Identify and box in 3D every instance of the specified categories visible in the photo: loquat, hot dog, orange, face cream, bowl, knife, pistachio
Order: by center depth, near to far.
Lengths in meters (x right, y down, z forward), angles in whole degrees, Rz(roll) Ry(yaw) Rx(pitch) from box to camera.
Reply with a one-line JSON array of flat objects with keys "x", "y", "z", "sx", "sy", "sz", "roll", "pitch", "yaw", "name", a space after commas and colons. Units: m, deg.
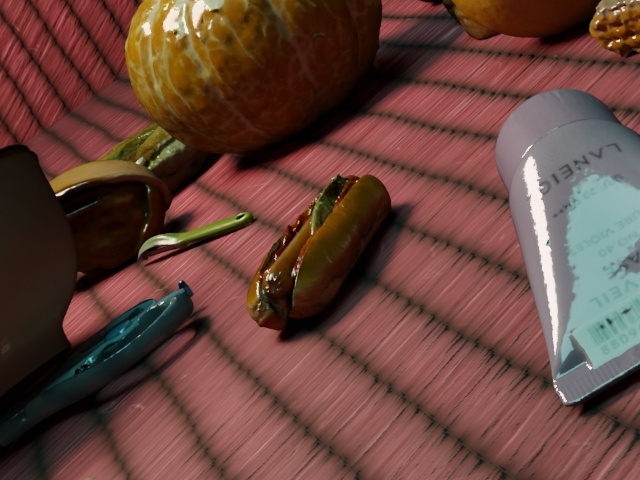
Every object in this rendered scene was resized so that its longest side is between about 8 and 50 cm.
[{"x": 0.183, "y": -0.004, "z": 1.063, "sx": 0.154, "sy": 0.096, "sz": 0.274, "roll": -29, "pitch": 28, "yaw": 5, "name": "face cream"}, {"x": 0.000, "y": 0.000, "z": 1.459, "sx": 0.092, "sy": 0.062, "sz": 0.235, "roll": -30, "pitch": 14, "yaw": 28, "name": "hot dog"}, {"x": -0.366, "y": 0.086, "z": 1.636, "sx": 0.354, "sy": 0.185, "sz": 0.354, "roll": -39, "pitch": -1, "yaw": -1, "name": "bowl"}, {"x": 0.215, "y": -0.310, "z": 1.718, "sx": 0.208, "sy": 0.208, "sz": 0.208, "roll": -31, "pitch": 15, "yaw": 9, "name": "loquat"}, {"x": -0.142, "y": -0.005, "z": 1.847, "sx": 0.184, "sy": 0.026, "sz": 0.022, "roll": -17, "pitch": 36, "yaw": 39, "name": "knife"}, {"x": -0.276, "y": -0.022, "z": 1.987, "sx": 0.210, "sy": 0.130, "sz": 0.165, "roll": -14, "pitch": -25, "yaw": 7, "name": "pistachio"}, {"x": -0.078, "y": -0.248, "z": 2.047, "sx": 0.329, "sy": 0.249, "sz": 0.329, "roll": -34, "pitch": 21, "yaw": 15, "name": "orange"}]

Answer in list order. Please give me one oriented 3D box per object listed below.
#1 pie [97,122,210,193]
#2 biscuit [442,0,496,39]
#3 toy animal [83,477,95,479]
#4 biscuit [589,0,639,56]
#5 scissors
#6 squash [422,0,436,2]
[{"x": -0.253, "y": -0.093, "z": 2.257, "sx": 0.277, "sy": 0.078, "sz": 0.277, "roll": -30, "pitch": 14, "yaw": 8, "name": "pie"}, {"x": 0.277, "y": -0.352, "z": 1.989, "sx": 0.314, "sy": 0.063, "sz": 0.367, "roll": -22, "pitch": 19, "yaw": 34, "name": "biscuit"}, {"x": -0.177, "y": 0.211, "z": 1.204, "sx": 0.083, "sy": 0.060, "sz": 0.081, "roll": -151, "pitch": 80, "yaw": -74, "name": "toy animal"}, {"x": 0.366, "y": -0.218, "z": 1.387, "sx": 0.094, "sy": 0.054, "sz": 0.379, "roll": -41, "pitch": 17, "yaw": -25, "name": "biscuit"}, {"x": -0.276, "y": 0.164, "z": 1.572, "sx": 0.393, "sy": 0.032, "sz": 0.180, "roll": -37, "pitch": 8, "yaw": -12, "name": "scissors"}, {"x": 0.148, "y": -0.371, "z": 2.314, "sx": 0.066, "sy": 0.066, "sz": 0.229, "roll": -31, "pitch": 15, "yaw": 10, "name": "squash"}]
